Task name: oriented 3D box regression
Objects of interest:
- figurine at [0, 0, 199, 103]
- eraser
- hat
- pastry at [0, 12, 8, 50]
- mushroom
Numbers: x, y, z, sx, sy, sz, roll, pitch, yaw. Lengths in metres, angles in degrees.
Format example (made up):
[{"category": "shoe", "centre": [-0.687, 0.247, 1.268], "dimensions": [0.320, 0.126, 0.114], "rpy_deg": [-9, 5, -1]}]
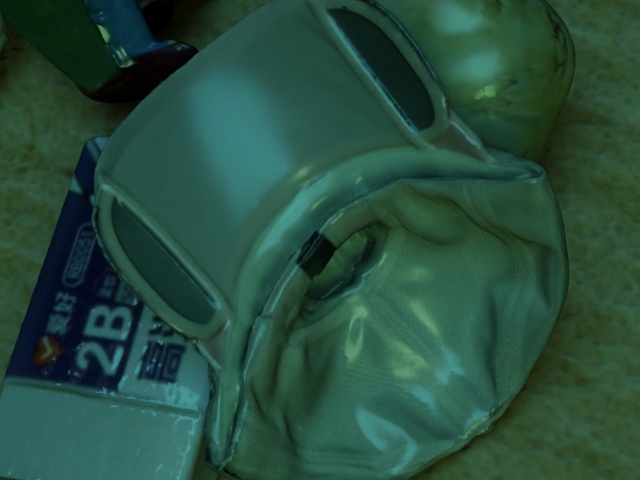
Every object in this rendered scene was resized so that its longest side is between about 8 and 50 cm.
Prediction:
[{"category": "figurine", "centre": [-0.107, -0.208, 1.036], "dimensions": [0.185, 0.127, 0.234], "rpy_deg": [48, 44, -5]}, {"category": "eraser", "centre": [-0.100, 0.049, 0.915], "dimensions": [0.124, 0.068, 0.210], "rpy_deg": [8, 65, 14]}, {"category": "hat", "centre": [0.000, 0.000, 0.866], "dimensions": [0.219, 0.164, 0.226], "rpy_deg": [-38, 56, 2]}, {"category": "pastry", "centre": [-0.293, -0.089, 1.028], "dimensions": [0.121, 0.089, 0.258], "rpy_deg": [21, 69, 27]}, {"category": "mushroom", "centre": [0.074, -0.091, 0.916], "dimensions": [0.148, 0.112, 0.148], "rpy_deg": [9, 110, 26]}]
